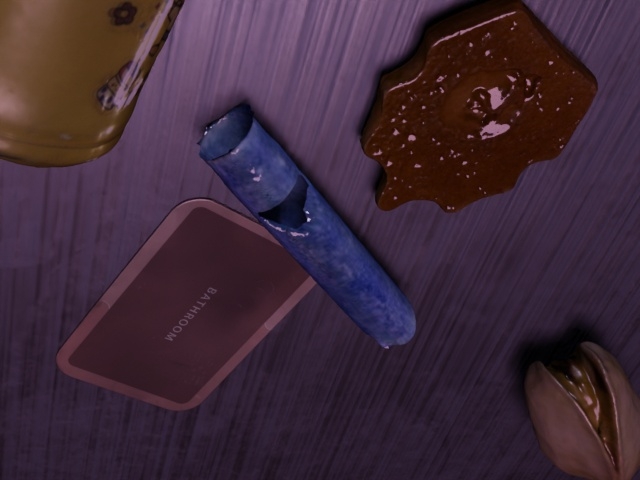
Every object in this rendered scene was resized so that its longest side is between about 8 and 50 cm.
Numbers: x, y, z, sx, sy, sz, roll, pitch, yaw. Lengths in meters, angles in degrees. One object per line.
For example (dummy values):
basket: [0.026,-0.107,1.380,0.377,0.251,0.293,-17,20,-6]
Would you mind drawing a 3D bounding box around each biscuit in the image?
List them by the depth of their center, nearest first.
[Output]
biscuit: [0.124,-0.103,0.741,0.182,0.034,0.215,33,118,-32]

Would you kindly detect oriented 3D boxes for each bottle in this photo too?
bottle: [-0.130,-0.225,0.494,0.172,0.171,0.351,21,120,-27]

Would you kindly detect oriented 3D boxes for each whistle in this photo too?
whistle: [0.000,0.000,0.781,0.062,0.062,0.304,-31,129,13]

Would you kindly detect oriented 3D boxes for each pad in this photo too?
pad: [-0.133,0.076,0.849,0.176,0.002,0.266,27,118,-31]

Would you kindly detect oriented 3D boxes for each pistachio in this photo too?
pistachio: [0.313,0.206,0.982,0.130,0.131,0.206,-30,126,1]
